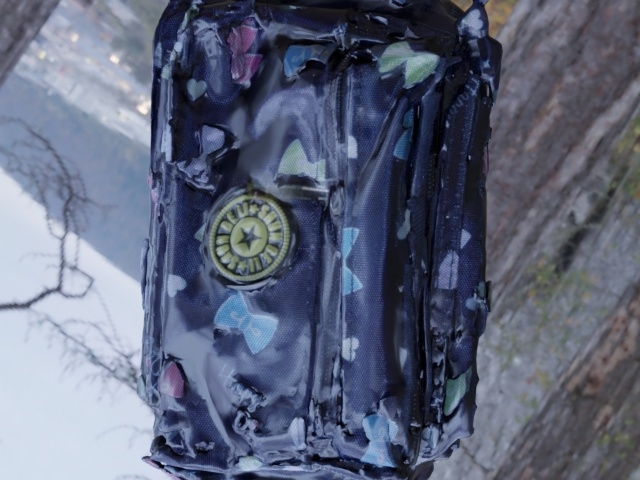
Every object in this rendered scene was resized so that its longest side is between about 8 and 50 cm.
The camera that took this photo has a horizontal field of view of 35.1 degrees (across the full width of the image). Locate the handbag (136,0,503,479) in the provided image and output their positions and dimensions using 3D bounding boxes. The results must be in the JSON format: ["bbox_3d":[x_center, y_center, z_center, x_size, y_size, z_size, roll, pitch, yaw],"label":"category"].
[{"bbox_3d":[0.000,0.000,0.463,0.161,0.260,0.113,4,179,13],"label":"handbag"}]
